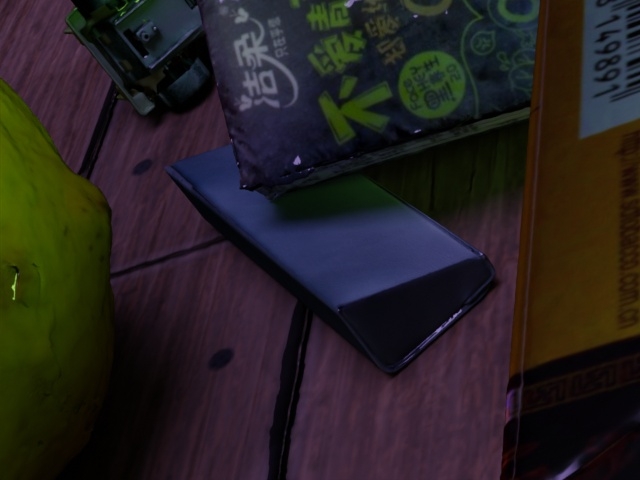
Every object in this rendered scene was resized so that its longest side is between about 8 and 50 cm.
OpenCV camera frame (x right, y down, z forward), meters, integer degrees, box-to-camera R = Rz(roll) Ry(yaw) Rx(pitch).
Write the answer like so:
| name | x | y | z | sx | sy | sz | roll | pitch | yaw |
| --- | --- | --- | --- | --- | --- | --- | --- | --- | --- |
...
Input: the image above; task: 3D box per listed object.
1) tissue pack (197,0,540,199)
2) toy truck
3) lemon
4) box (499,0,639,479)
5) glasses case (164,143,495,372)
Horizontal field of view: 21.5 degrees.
| name | x | y | z | sx | sy | sz | roll | pitch | yaw |
| --- | --- | --- | --- | --- | --- | --- | --- | --- | --- |
| tissue pack | 0.048 | -0.137 | 1.037 | 0.235 | 0.073 | 0.173 | -17 | 78 | 14 |
| toy truck | -0.093 | -0.230 | 1.377 | 0.259 | 0.128 | 0.135 | -42 | 20 | -9 |
| lemon | -0.309 | 0.042 | 1.017 | 0.387 | 0.350 | 0.350 | -22 | 34 | 4 |
| box | 0.177 | 0.064 | 0.632 | 0.116 | 0.264 | 0.415 | -18 | 34 | 24 |
| glasses case | 0.000 | 0.000 | 1.076 | 0.105 | 0.056 | 0.266 | -19 | 28 | -20 |
